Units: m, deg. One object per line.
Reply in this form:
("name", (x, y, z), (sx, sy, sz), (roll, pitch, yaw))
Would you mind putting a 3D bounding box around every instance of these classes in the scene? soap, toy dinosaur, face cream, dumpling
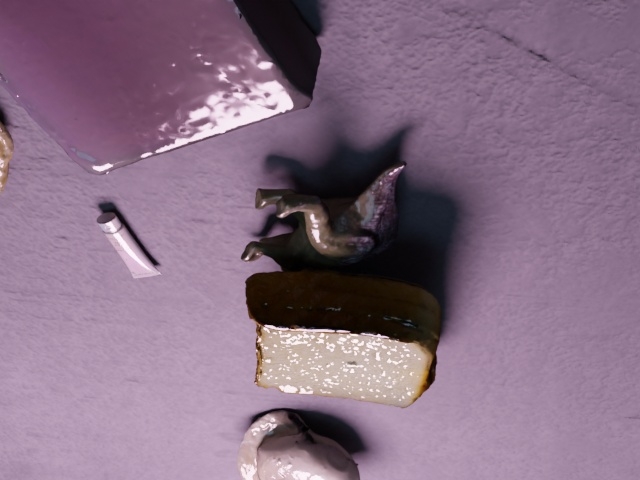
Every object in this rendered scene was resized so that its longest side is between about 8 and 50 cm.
("soap", (-0.191, -0.214, 1.686), (0.296, 0.107, 0.285), (-14, 132, 27))
("toy dinosaur", (-0.001, -0.006, 1.902), (0.162, 0.077, 0.294), (7, 156, -17))
("face cream", (-0.230, 0.009, 2.009), (0.038, 0.020, 0.115), (-9, 138, 21))
("dumpling", (-0.026, 0.311, 2.248), (0.176, 0.092, 0.150), (37, 130, -25))

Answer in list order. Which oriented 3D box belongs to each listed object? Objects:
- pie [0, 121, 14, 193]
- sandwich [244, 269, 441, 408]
("pie", (-0.438, -0.109, 1.898), (0.185, 0.052, 0.218), (-5, 134, 21))
("sandwich", (0.028, 0.114, 1.975), (0.226, 0.087, 0.251), (8, 158, 4))
